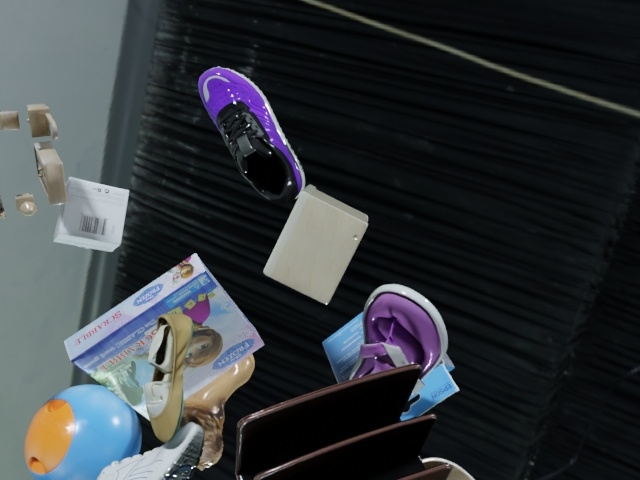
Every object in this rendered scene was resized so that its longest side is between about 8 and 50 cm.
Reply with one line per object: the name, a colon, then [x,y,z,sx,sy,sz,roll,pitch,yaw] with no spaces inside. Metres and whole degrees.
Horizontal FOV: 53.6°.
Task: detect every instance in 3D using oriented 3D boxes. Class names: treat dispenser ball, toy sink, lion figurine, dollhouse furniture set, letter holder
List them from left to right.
dollhouse furniture set: [-0.851,-0.171,1.608,0.355,0.174,0.303,-12,124,-29]
treat dispenser ball: [-0.616,0.525,1.657,0.288,0.288,0.288,-40,141,-43]
lion figurine: [-0.285,0.397,1.712,0.392,0.240,0.142,-55,156,-23]
toy sink: [0.000,0.000,1.131,0.153,0.131,0.234,-63,-178,7]
letter holder: [0.038,0.329,0.959,0.302,0.152,0.214,-13,140,-20]

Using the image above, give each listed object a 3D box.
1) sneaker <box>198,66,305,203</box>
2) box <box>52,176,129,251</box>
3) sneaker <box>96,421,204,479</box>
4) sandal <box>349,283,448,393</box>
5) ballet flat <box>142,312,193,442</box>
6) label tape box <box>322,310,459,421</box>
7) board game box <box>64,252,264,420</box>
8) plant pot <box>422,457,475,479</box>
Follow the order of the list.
sneaker: [-0.129,-0.192,1.167,0.102,0.293,0.146,-33,-171,15]
box: [-0.692,-0.075,1.915,0.181,0.119,0.182,13,71,-29]
sneaker: [-0.342,0.445,1.172,0.297,0.129,0.111,-44,152,-17]
sandal: [0.138,0.242,1.225,0.416,0.169,0.102,96,20,-50]
ballet flat: [-0.288,0.244,1.152,0.073,0.080,0.232,26,62,-47]
label tape box: [0.173,0.310,1.507,0.249,0.347,0.115,-38,129,10]
board game box: [-0.322,0.223,1.379,0.319,0.066,0.318,-35,138,-5]
plant pot: [0.152,0.576,1.182,0.274,0.256,0.256,-42,173,39]
